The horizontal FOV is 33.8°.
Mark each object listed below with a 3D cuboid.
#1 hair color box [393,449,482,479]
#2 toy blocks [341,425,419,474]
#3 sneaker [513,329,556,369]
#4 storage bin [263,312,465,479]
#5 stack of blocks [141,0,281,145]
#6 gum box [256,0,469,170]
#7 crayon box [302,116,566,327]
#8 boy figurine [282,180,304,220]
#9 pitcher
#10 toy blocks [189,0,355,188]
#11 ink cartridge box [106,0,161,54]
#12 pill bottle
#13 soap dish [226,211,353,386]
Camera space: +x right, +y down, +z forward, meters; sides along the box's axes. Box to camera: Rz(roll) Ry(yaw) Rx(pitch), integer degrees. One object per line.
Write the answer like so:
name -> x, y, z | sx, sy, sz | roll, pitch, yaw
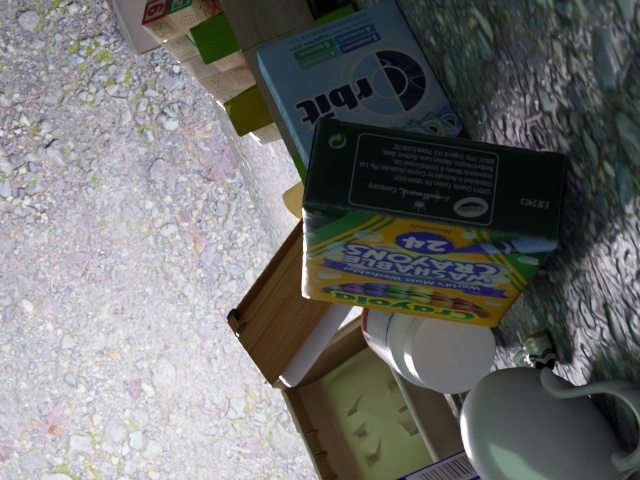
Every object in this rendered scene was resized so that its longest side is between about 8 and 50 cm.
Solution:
hair color box -> 0.220, 0.439, 1.336 | 0.110, 0.185, 0.339 | -152, 41, -78
toy blocks -> 0.092, 0.407, 1.820 | 0.309, 0.260, 0.288 | -121, 13, -49
sneaker -> 0.218, 0.124, 1.065 | 0.083, 0.032, 0.037 | 83, 163, -63
storage bin -> 0.067, 0.284, 1.633 | 0.123, 0.260, 0.262 | 5, -126, -53
stack of blocks -> -0.125, -0.297, 1.547 | 0.297, 0.087, 0.171 | 45, -140, -45
gum box -> 0.042, -0.141, 1.080 | 0.041, 0.157, 0.184 | 87, 159, -68
crayon box -> 0.088, 0.003, 0.974 | 0.323, 0.203, 0.083 | 92, -173, -72
boy figurine -> 0.000, 0.000, 1.960 | 0.285, 0.092, 0.177 | 73, 174, -50
pitcher -> 0.221, 0.176, 0.949 | 0.207, 0.125, 0.177 | 38, 129, 54
toy blocks -> -0.056, -0.286, 1.379 | 0.261, 0.191, 0.381 | -99, -15, -71
ink cartridge box -> -0.264, -0.376, 1.675 | 0.128, 0.127, 0.176 | 67, 171, -15
pill bottle -> 0.130, 0.113, 1.291 | 0.221, 0.121, 0.121 | -153, 42, -77
soap dish -> -0.024, 0.070, 1.607 | 0.118, 0.291, 0.229 | 36, 178, -11
